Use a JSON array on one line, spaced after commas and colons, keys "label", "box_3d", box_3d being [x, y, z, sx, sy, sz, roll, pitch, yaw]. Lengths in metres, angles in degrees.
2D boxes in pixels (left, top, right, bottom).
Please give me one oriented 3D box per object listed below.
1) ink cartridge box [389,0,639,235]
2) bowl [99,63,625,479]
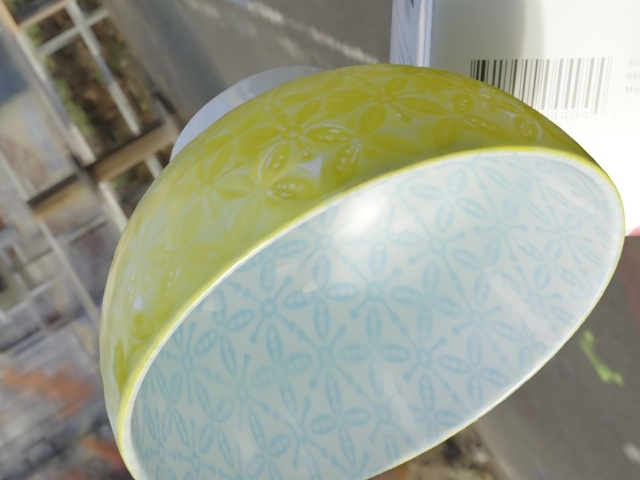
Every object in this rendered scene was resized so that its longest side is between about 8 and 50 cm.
[{"label": "ink cartridge box", "box_3d": [0.192, -0.199, 0.903, 0.160, 0.279, 0.384, -98, 8, -52]}, {"label": "bowl", "box_3d": [0.000, 0.000, 0.821, 0.156, 0.289, 0.289, 59, 171, 32]}]
